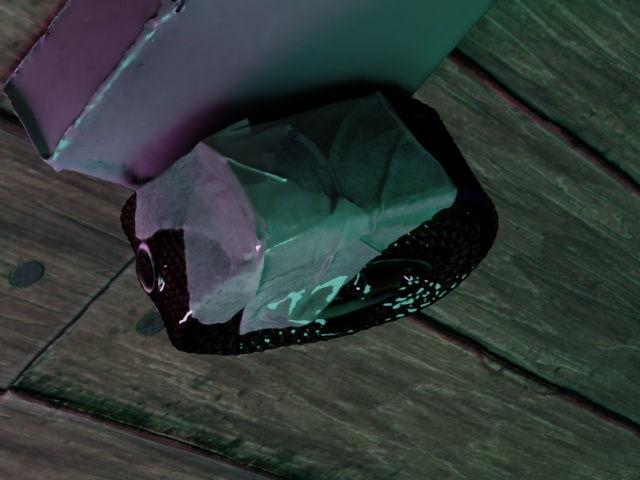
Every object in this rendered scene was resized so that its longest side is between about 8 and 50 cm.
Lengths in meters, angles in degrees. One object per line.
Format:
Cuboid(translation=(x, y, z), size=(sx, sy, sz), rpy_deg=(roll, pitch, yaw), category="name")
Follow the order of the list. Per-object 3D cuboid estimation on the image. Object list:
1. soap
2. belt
Cuboid(translation=(-0.046, -0.155, 1.341), size=(0.296, 0.107, 0.285), rpy_deg=(-47, 141, 19), category="soap")
Cuboid(translation=(0.000, 0.000, 1.334), size=(0.289, 0.164, 0.184), rpy_deg=(-13, 149, -28), category="belt")
